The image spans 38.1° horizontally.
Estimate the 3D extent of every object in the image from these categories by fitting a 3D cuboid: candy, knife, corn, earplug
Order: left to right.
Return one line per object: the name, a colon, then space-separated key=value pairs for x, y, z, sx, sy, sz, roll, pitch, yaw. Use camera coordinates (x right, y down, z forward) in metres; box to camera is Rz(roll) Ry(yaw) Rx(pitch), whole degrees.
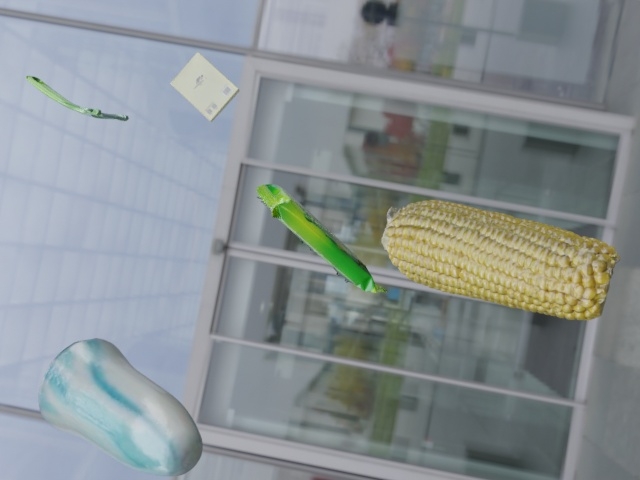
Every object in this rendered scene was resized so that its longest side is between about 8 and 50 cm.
knife: x=-0.352 y=-0.197 z=1.297 sx=0.078 sy=0.166 sz=0.022 roll=14 pitch=-81 yaw=-66
earplug: x=-0.328 y=0.308 z=1.612 sx=0.185 sy=0.324 sz=0.185 roll=-20 pitch=-61 yaw=-41
candy: x=0.001 y=-0.001 z=1.109 sx=0.032 sy=0.178 sz=0.102 roll=-47 pitch=22 yaw=5
corn: x=0.259 y=0.028 z=1.373 sx=0.144 sy=0.387 sz=0.143 roll=-20 pitch=-62 yaw=-44

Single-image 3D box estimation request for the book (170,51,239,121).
book: x=-0.207 y=-0.275 z=1.659 sx=0.077 sy=0.111 sz=0.014 roll=-47 pitch=-15 yaw=5
